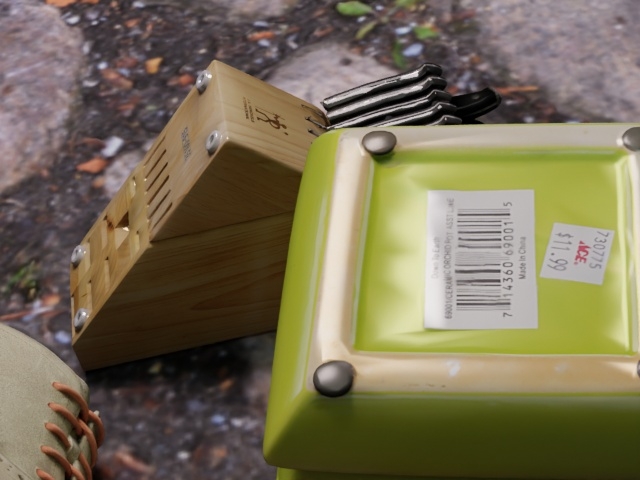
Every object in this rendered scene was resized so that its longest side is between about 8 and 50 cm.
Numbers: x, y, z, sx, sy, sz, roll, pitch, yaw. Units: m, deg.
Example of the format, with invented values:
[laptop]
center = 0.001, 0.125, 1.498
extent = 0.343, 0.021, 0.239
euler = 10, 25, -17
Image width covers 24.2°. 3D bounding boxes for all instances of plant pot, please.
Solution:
[plant pot]
center = 0.086, 0.069, 0.732
extent = 0.227, 0.207, 0.228
euler = 1, 49, 9

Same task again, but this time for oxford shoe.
[oxford shoe]
center = -0.180, 0.122, 0.818
extent = 0.146, 0.140, 0.397
euler = -25, 40, -21

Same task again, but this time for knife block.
[knife block]
center = 0.000, 0.000, 0.966
extent = 0.276, 0.242, 0.088
euler = -50, 31, 28
